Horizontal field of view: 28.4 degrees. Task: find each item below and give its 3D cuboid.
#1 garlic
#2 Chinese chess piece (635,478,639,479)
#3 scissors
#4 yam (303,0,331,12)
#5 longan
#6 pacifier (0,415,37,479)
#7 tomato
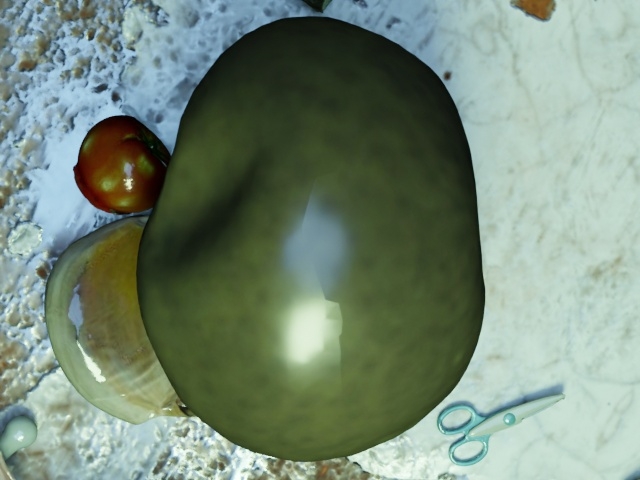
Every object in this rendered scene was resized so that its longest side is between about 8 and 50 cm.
[{"bbox_3d":[-0.163,0.083,1.079,0.128,0.090,0.198,-19,91,-17],"label":"garlic"},{"bbox_3d":[0.305,0.259,1.161,0.084,0.034,0.084,0,95,-4],"label":"Chinese chess piece"},{"bbox_3d":[0.167,0.162,1.150,0.119,0.014,0.058,-23,96,-1],"label":"scissors"},{"bbox_3d":[-0.092,-0.279,1.074,0.252,0.061,0.061,28,90,-8],"label":"yam"},{"bbox_3d":[0.000,0.000,0.995,0.288,0.288,0.350,6,90,-6],"label":"longan"},{"bbox_3d":[-0.279,0.180,1.088,0.078,0.081,0.099,-44,125,-33],"label":"pacifier"},{"bbox_3d":[-0.166,-0.060,1.068,0.075,0.087,0.087,-39,97,16],"label":"tomato"}]
